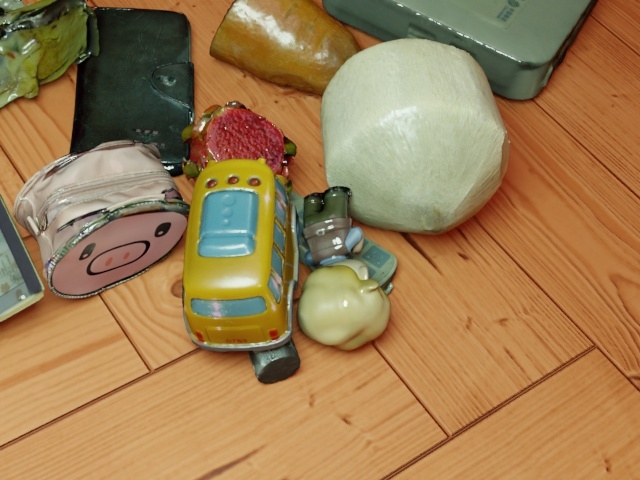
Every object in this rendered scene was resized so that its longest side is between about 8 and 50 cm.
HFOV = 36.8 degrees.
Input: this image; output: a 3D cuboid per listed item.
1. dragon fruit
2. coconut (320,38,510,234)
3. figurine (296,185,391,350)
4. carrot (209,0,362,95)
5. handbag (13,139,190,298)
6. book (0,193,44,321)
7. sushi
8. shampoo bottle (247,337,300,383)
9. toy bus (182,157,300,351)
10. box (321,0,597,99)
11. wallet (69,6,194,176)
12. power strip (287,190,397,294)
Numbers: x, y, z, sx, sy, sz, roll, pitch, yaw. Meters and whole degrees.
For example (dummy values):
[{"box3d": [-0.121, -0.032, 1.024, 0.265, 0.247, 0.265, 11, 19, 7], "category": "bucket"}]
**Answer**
[{"box3d": [-0.118, -0.117, 1.269, 0.133, 0.150, 0.208, -4, 27, -29], "category": "dragon fruit"}, {"box3d": [0.120, -0.119, 1.242, 0.237, 0.237, 0.266, 0, 44, -10], "category": "coconut"}, {"box3d": [0.018, 0.035, 1.161, 0.114, 0.108, 0.196, -15, 66, 14], "category": "figurine"}, {"box3d": [-0.030, -0.287, 1.424, 0.225, 0.159, 0.159, 30, 52, 1], "category": "carrot"}, {"box3d": [-0.253, -0.026, 1.139, 0.205, 0.179, 0.116, -17, 63, -38], "category": "handbag"}, {"box3d": [-0.439, 0.058, 1.087, 0.231, 0.026, 0.157, -30, 63, -7], "category": "book"}, {"box3d": [-0.447, -0.254, 1.316, 0.291, 0.139, 0.131, -26, 54, -26], "category": "sushi"}, {"box3d": [-0.084, 0.073, 1.164, 0.063, 0.057, 0.207, -17, 54, -9], "category": "shampoo bottle"}, {"box3d": [-0.093, 0.009, 1.088, 0.126, 0.136, 0.209, -2, 57, 7], "category": "toy bus"}, {"box3d": [0.252, -0.431, 1.602, 0.396, 0.111, 0.396, 29, 53, 12], "category": "box"}, {"box3d": [-0.267, -0.219, 1.377, 0.172, 0.045, 0.318, 0, 53, -8], "category": "wallet"}, {"box3d": [0.000, 0.000, 1.255, 0.227, 0.029, 0.080, 33, 53, 17], "category": "power strip"}]
